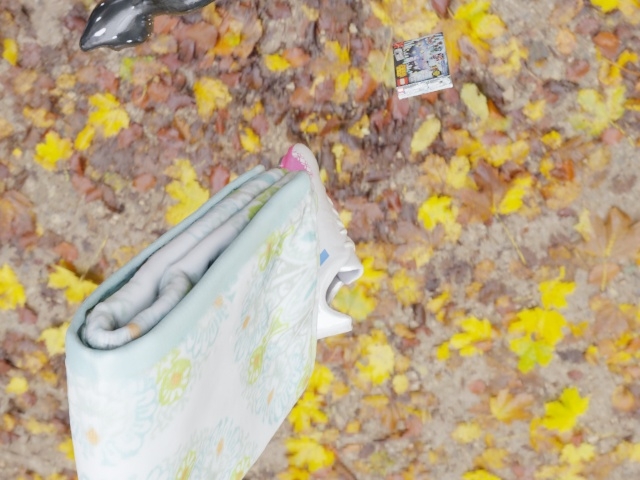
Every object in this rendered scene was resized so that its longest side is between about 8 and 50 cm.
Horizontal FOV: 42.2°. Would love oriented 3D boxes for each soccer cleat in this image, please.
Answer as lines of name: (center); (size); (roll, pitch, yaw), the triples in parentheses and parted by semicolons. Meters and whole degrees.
soccer cleat: (0.000, 0.000, 1.329); (0.143, 0.331, 0.116); (-2, 161, 10)

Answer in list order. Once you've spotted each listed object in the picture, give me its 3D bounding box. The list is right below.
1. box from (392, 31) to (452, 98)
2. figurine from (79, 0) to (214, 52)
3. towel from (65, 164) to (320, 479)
box: (0.175, -0.305, 1.437); (0.094, 0.137, 0.027); (-12, 134, 12)
figurine: (-0.154, -0.297, 0.906); (0.209, 0.215, 0.092); (-26, 116, 25)
towel: (-0.106, 0.127, 0.828); (0.090, 0.374, 0.320); (16, 123, 21)
